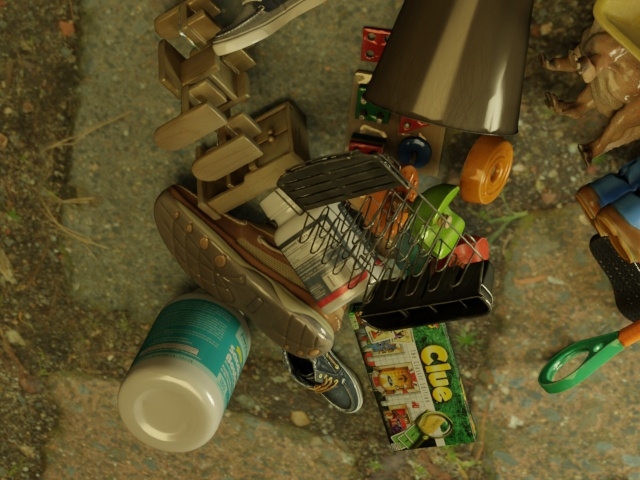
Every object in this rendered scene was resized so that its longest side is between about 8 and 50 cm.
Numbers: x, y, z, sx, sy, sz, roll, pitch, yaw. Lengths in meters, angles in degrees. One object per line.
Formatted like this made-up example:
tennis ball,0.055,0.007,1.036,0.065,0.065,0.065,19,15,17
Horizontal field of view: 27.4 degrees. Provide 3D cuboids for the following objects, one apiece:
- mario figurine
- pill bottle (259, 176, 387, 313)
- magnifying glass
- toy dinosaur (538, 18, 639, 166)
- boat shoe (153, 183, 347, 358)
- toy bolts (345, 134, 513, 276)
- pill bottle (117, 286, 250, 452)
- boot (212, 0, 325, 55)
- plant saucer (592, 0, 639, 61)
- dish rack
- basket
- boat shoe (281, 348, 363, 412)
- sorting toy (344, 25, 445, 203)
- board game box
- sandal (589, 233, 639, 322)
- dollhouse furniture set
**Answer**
mario figurine,0.492,-0.085,1.628,0.320,0.170,0.198,-35,64,5
pill bottle,0.000,0.000,1.802,0.108,0.108,0.180,-35,89,27
magnifying glass,0.400,0.147,1.832,0.231,0.092,0.026,-32,104,31
toy dinosaur,0.389,-0.213,1.626,0.200,0.127,0.295,-22,129,-5
boat shoe,-0.097,0.030,1.869,0.324,0.116,0.123,42,146,-9
toy bolts,0.142,-0.047,1.772,0.158,0.218,0.228,24,147,28
pill bottle,-0.185,0.170,1.878,0.146,0.264,0.146,6,121,9
boot,-0.074,-0.307,1.647,0.069,0.190,0.086,1,122,53
plant saucer,0.524,-0.256,1.497,0.333,0.081,0.333,43,85,1
dish rack,0.072,0.000,1.622,0.208,0.074,0.271,-14,132,43
basket,0.178,-0.262,1.606,0.204,0.154,0.227,10,109,-14
boat shoe,-0.002,0.204,1.963,0.065,0.083,0.183,-25,111,24
sorting toy,0.102,-0.158,1.756,0.132,0.046,0.274,11,120,6
board game box,0.140,0.200,1.963,0.136,0.030,0.259,-11,116,15
sandal,0.424,0.046,1.800,0.067,0.040,0.179,-15,125,30
dollhouse furniture set,-0.149,-0.158,1.720,0.161,0.212,0.242,-26,137,23
